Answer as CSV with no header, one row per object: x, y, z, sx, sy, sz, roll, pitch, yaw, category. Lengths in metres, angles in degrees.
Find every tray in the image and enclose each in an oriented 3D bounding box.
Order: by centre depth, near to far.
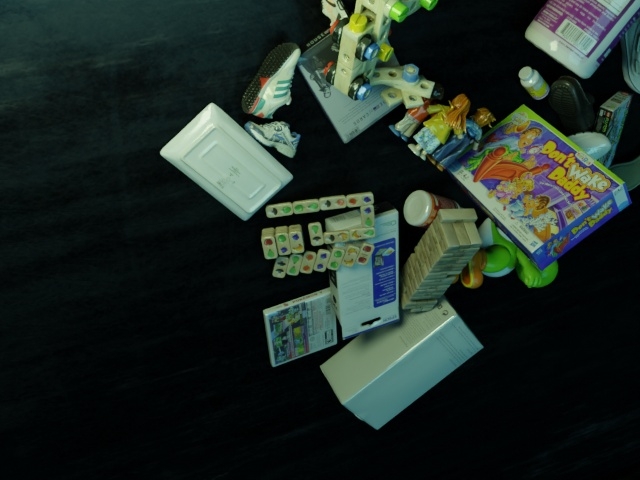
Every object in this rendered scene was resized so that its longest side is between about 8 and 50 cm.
-0.177,-0.143,1.480,0.145,0.030,0.270,-41,135,9,tray

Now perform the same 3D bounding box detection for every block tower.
0.275,0.056,1.783,0.091,0.097,0.335,-3,146,-18,block tower

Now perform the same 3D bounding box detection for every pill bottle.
0.572,-0.497,1.507,0.169,0.169,0.301,19,116,-39,pill bottle
0.476,-0.354,1.661,0.043,0.043,0.083,-46,133,13,pill bottle
0.278,-0.063,1.764,0.152,0.086,0.086,13,119,-36,pill bottle

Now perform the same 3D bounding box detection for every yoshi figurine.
0.498,0.065,1.940,0.362,0.203,0.203,-12,147,-24,yoshi figurine

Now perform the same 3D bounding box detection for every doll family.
0.286,-0.233,1.591,0.163,0.118,0.263,-47,140,17,doll family

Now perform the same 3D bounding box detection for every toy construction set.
0.118,-0.370,1.348,0.215,0.151,0.327,-44,147,-26,toy construction set

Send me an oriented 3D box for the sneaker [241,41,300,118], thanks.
-0.077,-0.296,1.392,0.075,0.057,0.161,18,120,-42,sneaker

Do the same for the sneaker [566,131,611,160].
0.572,-0.150,1.796,0.297,0.129,0.111,-33,141,17,sneaker

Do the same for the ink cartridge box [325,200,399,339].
0.104,0.076,1.779,0.165,0.065,0.332,-16,126,-18,ink cartridge box

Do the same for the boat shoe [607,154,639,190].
0.829,-0.176,1.985,0.228,0.081,0.068,-28,164,-3,boat shoe

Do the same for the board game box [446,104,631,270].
0.465,-0.126,1.632,0.233,0.347,0.078,-38,135,4,board game box

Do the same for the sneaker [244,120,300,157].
-0.092,-0.214,1.462,0.135,0.052,0.058,21,105,-48,sneaker

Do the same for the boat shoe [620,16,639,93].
0.768,-0.428,1.731,0.096,0.088,0.267,-34,135,0,boat shoe

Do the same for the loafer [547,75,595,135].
0.595,-0.325,1.741,0.078,0.080,0.220,-59,145,-7,loafer

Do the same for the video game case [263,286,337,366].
-0.048,0.219,1.865,0.183,0.023,0.201,-18,134,-16,video game case

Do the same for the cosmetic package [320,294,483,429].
0.220,0.314,2.005,0.385,0.156,0.217,-37,135,5,cosmetic package

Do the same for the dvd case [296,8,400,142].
0.068,-0.325,1.465,0.179,0.029,0.238,-35,136,1,dvd case

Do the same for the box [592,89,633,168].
0.712,-0.259,1.850,0.114,0.036,0.207,-36,142,-34,box

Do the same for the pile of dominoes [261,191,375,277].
0.000,0.000,1.629,0.251,0.040,0.196,-7,125,2,pile of dominoes

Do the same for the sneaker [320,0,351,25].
0.015,-0.432,1.338,0.044,0.040,0.109,-17,128,20,sneaker
